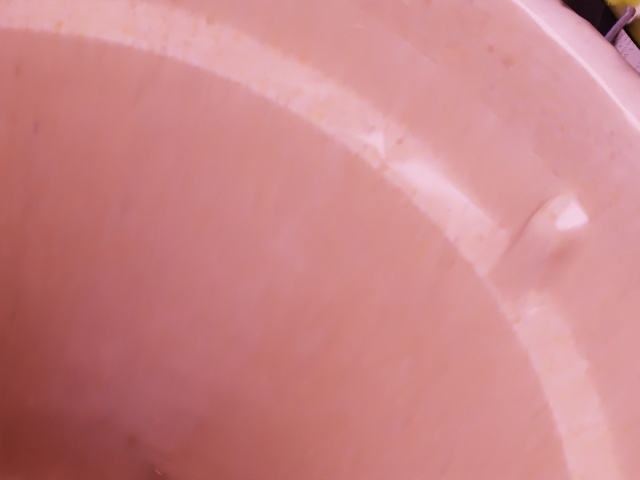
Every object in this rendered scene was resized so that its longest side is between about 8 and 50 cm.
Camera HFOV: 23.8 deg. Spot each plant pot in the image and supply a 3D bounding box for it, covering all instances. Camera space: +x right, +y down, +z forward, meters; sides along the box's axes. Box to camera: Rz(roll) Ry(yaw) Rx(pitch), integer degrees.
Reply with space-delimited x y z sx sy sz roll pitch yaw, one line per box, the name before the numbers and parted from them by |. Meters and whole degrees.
plant pot | -0.088 0.102 0.419 0.334 0.334 0.305 -52 -9 -37

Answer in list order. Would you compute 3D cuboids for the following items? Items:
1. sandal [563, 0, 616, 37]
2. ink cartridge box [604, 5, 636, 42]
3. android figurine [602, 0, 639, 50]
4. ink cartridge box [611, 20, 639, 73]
sandal | 0.135 -0.152 0.796 0.067 0.040 0.179 -26 30 38
ink cartridge box | 0.033 0.017 0.663 0.224 0.045 0.223 -55 -4 -29
android figurine | 0.235 -0.187 0.662 0.273 0.056 0.248 -38 23 12
ink cartridge box | 0.226 -0.132 0.749 0.296 0.066 0.261 -51 25 -13
